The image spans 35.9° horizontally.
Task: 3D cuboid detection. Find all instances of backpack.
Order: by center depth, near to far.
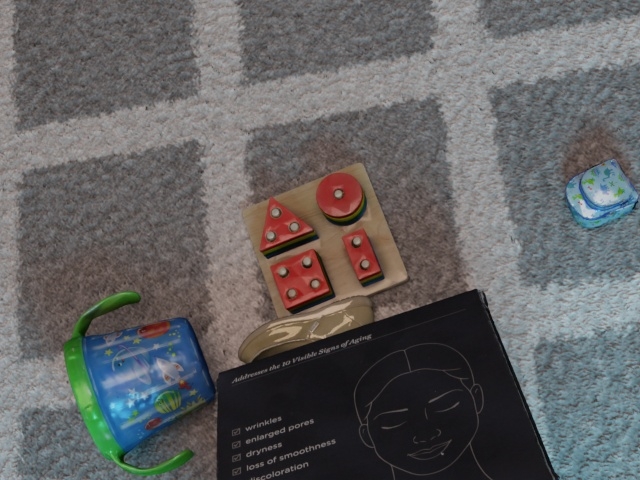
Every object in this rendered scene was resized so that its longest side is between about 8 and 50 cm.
[{"bbox_3d":[0.505,-0.086,1.795,0.114,0.084,0.105,-27,69,6],"label":"backpack"}]

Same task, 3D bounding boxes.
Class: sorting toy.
[{"bbox_3d":[0.000,0.000,1.869,0.257,0.089,0.255,-22,71,5],"label":"sorting toy"}]

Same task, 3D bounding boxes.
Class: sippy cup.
[{"bbox_3d":[-0.318,0.252,1.802,0.224,0.240,0.305,-21,102,-5],"label":"sippy cup"}]

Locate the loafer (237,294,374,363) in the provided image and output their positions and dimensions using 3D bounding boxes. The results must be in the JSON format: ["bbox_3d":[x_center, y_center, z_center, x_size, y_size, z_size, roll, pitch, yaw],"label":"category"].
[{"bbox_3d":[-0.022,0.183,1.814,0.269,0.102,0.092,-22,65,4],"label":"loafer"}]

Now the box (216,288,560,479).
[{"bbox_3d":[0.104,0.374,1.516,0.480,0.297,0.471,-19,32,6],"label":"box"}]
